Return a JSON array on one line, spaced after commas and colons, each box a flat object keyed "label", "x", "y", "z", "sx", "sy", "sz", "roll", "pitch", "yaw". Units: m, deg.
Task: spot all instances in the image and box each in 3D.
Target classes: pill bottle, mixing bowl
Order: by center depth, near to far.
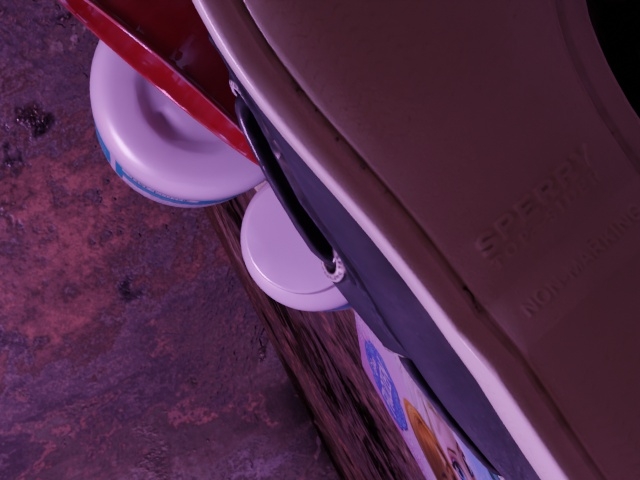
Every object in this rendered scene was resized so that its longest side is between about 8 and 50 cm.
[{"label": "mixing bowl", "x": -0.064, "y": -0.131, "z": 0.874, "sx": 0.181, "sy": 0.098, "sz": 0.181, "roll": 40, "pitch": 176, "yaw": 3}, {"label": "pill bottle", "x": 0.000, "y": 0.000, "z": 0.934, "sx": 0.087, "sy": 0.087, "sz": 0.160, "roll": 62, "pitch": -175, "yaw": 5}, {"label": "pill bottle", "x": -0.090, "y": -0.098, "z": 1.105, "sx": 0.146, "sy": 0.146, "sz": 0.264, "roll": 63, "pitch": 173, "yaw": -3}]

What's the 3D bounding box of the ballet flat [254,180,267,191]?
[{"label": "ballet flat", "x": -0.037, "y": -0.063, "z": 1.299, "sx": 0.168, "sy": 0.057, "sz": 0.052, "roll": 50, "pitch": 138, "yaw": 47}]

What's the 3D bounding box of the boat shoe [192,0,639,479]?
[{"label": "boat shoe", "x": 0.031, "y": -0.050, "z": 0.478, "sx": 0.340, "sy": 0.127, "sz": 0.113, "roll": 55, "pitch": 163, "yaw": -10}]

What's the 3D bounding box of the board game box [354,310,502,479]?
[{"label": "board game box", "x": 0.114, "y": 0.135, "z": 0.805, "sx": 0.318, "sy": 0.066, "sz": 0.318, "roll": 60, "pitch": 173, "yaw": 22}]
